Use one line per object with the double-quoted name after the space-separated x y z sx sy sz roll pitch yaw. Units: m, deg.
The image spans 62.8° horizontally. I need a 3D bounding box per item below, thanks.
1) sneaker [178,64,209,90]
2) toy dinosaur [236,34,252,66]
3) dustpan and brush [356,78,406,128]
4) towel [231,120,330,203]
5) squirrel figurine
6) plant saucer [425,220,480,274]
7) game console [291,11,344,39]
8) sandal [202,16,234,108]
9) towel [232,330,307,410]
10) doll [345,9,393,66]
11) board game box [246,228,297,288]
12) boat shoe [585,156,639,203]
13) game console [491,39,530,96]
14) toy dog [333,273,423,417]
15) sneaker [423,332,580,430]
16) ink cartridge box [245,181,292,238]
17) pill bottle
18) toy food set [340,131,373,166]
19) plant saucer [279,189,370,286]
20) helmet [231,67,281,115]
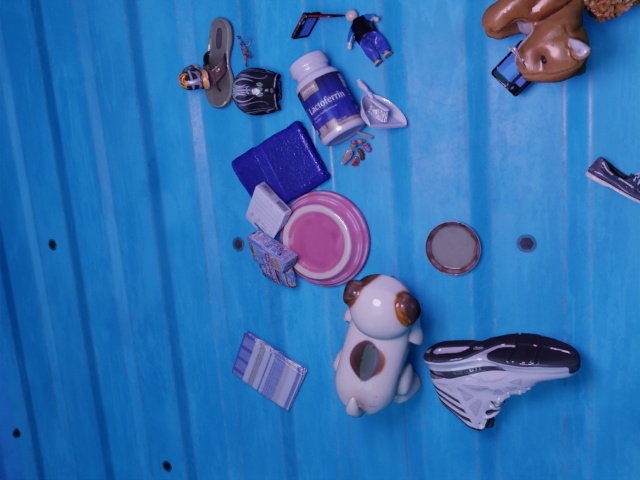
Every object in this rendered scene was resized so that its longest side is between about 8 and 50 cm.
-0.456 -0.562 1.821 0.215 0.083 0.084 28 132 57 "sneaker"
-0.266 -0.653 1.782 0.082 0.047 0.090 55 128 26 "toy dinosaur"
0.161 -0.423 1.602 0.211 0.147 0.060 52 139 37 "dustpan and brush"
-0.136 -0.242 1.789 0.308 0.076 0.228 -26 94 28 "towel"
0.587 -0.587 1.255 0.397 0.281 0.370 -23 80 18 "squirrel figurine"
0.407 0.022 1.612 0.168 0.029 0.168 5 103 25 "plant saucer"
-0.007 -0.655 1.605 0.085 0.144 0.124 37 120 2 "game console"
-0.364 -0.610 1.808 0.120 0.086 0.303 7 103 24 "sandal"
-0.197 0.492 1.983 0.285 0.034 0.209 28 113 19 "towel"
0.135 -0.623 1.598 0.129 0.046 0.189 -35 85 25 "doll"
-0.149 0.078 1.789 0.194 0.060 0.194 20 134 44 "board game box"
0.804 -0.150 1.369 0.206 0.075 0.065 33 115 20 "boat shoe"
0.543 -0.470 1.429 0.071 0.107 0.122 35 116 -16 "game console"
0.158 0.288 1.590 0.284 0.395 0.408 21 117 29 "toy dog"
0.553 0.432 1.576 0.447 0.169 0.257 -9 105 34 "sneaker"
-0.178 -0.089 1.782 0.145 0.045 0.179 46 144 13 "ink cartridge box"
0.017 -0.441 1.630 0.153 0.153 0.265 -29 87 27 "pill bottle"
0.120 -0.282 1.669 0.078 0.019 0.122 13 122 -18 "toy food set"
0.000 0.000 1.765 0.332 0.084 0.332 5 102 24 "plant saucer"
-0.214 -0.490 1.731 0.161 0.169 0.169 2 102 7 "helmet"
